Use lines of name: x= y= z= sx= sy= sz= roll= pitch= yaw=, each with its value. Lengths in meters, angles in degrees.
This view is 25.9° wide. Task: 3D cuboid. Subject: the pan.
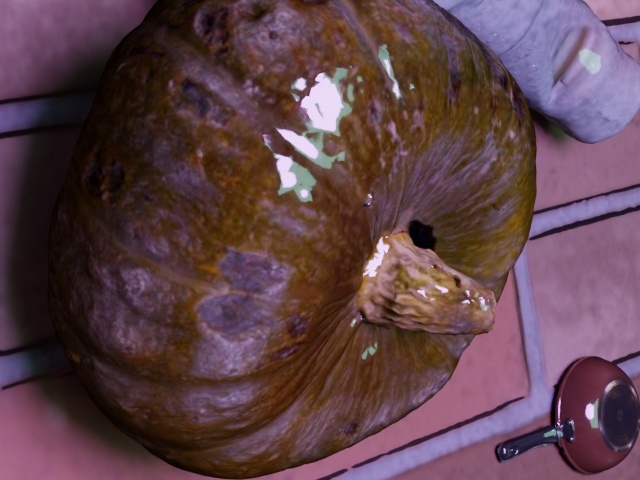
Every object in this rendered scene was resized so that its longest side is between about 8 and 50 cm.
pan: x=0.145 y=0.105 z=0.782 sx=0.115 sy=0.023 sz=0.068 roll=-16 pitch=98 yaw=-40

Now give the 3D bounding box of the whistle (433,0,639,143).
whistle: x=0.049 y=-0.141 z=0.662 sx=0.346 sy=0.134 sz=0.142 roll=29 pitch=66 yaw=-46

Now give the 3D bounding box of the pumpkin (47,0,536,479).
pumpkin: x=0.000 y=0.000 z=0.556 sx=0.219 sy=0.162 sz=0.219 roll=-33 pitch=141 yaw=-32
